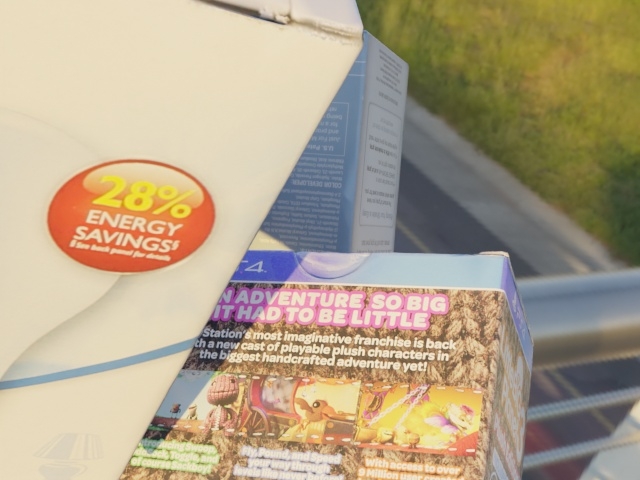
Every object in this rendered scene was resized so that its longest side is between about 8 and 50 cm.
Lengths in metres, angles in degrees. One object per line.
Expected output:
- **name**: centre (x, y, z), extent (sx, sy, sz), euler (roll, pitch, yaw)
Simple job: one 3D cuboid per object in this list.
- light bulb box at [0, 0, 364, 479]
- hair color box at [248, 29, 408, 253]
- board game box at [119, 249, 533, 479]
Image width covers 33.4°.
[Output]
- **light bulb box**: centre (-0.223, -0.064, 0.487), extent (0.358, 0.361, 0.225), euler (8, 47, -23)
- **hair color box**: centre (0.000, 0.000, 1.020), extent (0.114, 0.374, 0.185), euler (5, 1, 16)
- **board game box**: centre (0.002, 0.163, 0.685), extent (0.232, 0.141, 0.291), euler (1, 61, 20)
